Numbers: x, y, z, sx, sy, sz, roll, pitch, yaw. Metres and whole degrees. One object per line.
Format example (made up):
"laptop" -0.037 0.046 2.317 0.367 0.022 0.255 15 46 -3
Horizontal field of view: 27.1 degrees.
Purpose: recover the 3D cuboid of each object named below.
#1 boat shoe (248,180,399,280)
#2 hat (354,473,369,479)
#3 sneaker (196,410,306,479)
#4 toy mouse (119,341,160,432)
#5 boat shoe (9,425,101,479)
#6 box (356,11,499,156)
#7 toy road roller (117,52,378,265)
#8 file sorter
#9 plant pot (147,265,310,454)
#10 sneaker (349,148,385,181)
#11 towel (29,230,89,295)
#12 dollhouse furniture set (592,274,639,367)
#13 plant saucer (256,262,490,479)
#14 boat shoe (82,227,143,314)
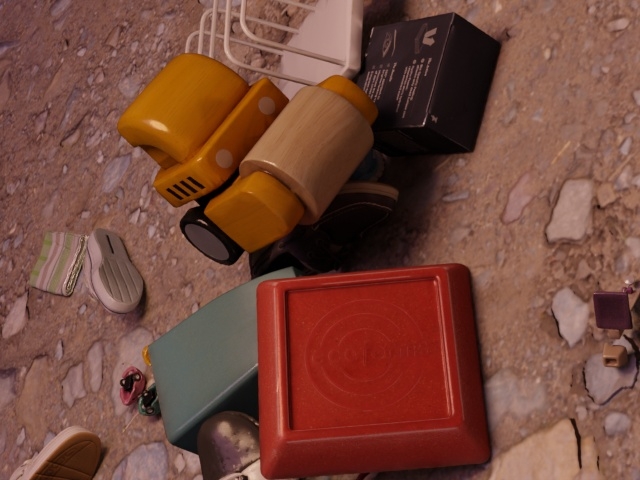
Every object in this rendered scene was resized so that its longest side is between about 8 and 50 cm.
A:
"boat shoe" 0.000 0.000 1.754 0.285 0.102 0.092 -24 58 46
"hat" 0.063 0.237 1.600 0.208 0.183 0.173 -17 55 -8
"sneaker" -0.080 0.344 1.524 0.122 0.146 0.331 -41 63 28
"toy mouse" -0.260 0.223 1.988 0.161 0.031 0.143 0 70 50
"boat shoe" -0.440 0.379 2.060 0.277 0.098 0.096 -53 39 17
"box" 0.129 -0.197 1.710 0.158 0.093 0.156 0 70 51
"toy road roller" -0.110 -0.127 1.678 0.202 0.240 0.329 -54 16 -25
"file sorter" -0.072 -0.272 1.859 0.277 0.173 0.193 135 143 -56
"plant pot" -0.072 0.155 1.704 0.234 0.165 0.166 -41 43 20
"sneaker" 0.036 -0.144 1.807 0.063 0.073 0.162 -45 41 25
"towel" -0.465 0.037 2.347 0.152 0.023 0.113 7 75 52
"dollhouse furniture set" 0.349 0.076 1.362 0.114 0.091 0.081 0 26 27
"plant saucer" 0.053 0.136 1.522 0.258 0.048 0.259 -5 57 3
"boat shoe" -0.341 0.068 2.149 0.076 0.083 0.226 -63 24 22
